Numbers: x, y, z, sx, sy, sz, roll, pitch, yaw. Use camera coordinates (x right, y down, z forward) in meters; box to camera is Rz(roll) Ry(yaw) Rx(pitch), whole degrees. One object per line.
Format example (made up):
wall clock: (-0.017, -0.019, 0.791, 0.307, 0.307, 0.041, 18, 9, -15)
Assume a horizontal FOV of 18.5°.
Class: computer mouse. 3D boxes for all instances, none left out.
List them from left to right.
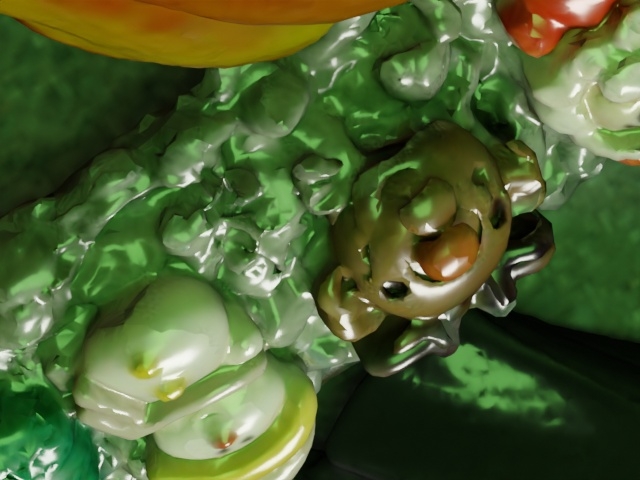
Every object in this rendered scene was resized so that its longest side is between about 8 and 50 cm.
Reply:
computer mouse: (0.110, 0.108, 0.644, 0.264, 0.088, 0.147, 12, 101, -10)

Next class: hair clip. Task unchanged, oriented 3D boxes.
hair clip: (0.000, 0.002, 0.568, 0.321, 0.091, 0.138, -40, 138, 5)

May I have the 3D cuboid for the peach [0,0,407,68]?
peach: (-0.033, -0.210, 0.416, 0.307, 0.308, 0.332, -24, 108, -2)
